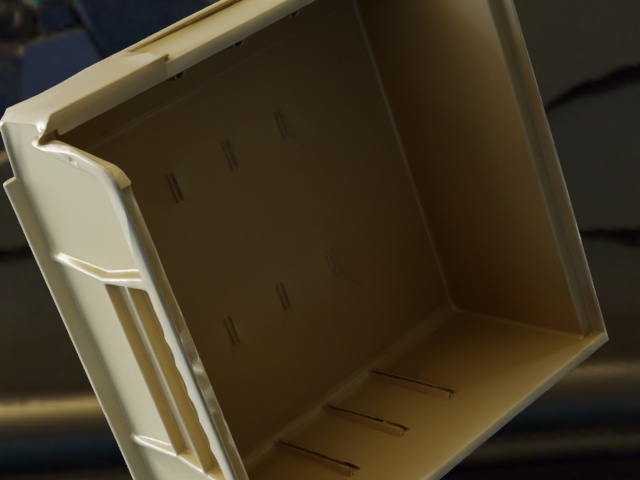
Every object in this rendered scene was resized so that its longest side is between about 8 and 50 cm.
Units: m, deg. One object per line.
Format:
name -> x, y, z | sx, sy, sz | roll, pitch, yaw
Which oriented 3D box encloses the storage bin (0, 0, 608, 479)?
storage bin -> 0.000, 0.000, 0.763 | 0.262, 0.260, 0.123 | -33, -154, -31
